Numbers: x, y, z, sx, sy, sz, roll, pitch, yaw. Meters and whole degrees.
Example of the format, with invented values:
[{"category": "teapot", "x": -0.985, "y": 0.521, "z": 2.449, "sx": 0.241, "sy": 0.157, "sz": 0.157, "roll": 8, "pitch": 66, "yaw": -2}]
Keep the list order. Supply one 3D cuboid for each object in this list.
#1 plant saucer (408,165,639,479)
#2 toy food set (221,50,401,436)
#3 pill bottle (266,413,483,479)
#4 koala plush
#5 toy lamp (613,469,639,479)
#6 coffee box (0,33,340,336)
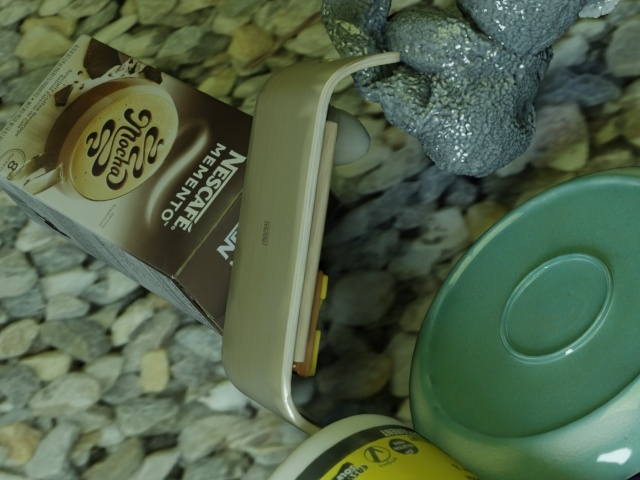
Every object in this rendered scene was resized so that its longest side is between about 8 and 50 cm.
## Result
[{"category": "plant saucer", "x": 0.192, "y": 0.061, "z": 1.485, "sx": 0.318, "sy": 0.044, "sz": 0.317, "roll": -28, "pitch": 38, "yaw": 25}, {"category": "toy food set", "x": 0.000, "y": 0.000, "z": 1.526, "sx": 0.220, "sy": 0.092, "sz": 0.306, "roll": -164, "pitch": 81, "yaw": -75}, {"category": "pill bottle", "x": 0.107, "y": 0.279, "z": 1.344, "sx": 0.188, "sy": 0.188, "sz": 0.334, "roll": -49, "pitch": 51, "yaw": -8}, {"category": "koala plush", "x": 0.150, "y": -0.188, "z": 1.595, "sx": 0.221, "sy": 0.196, "sz": 0.203, "roll": -47, "pitch": 50, "yaw": 32}, {"category": "toy lamp", "x": 0.312, "y": 0.175, "z": 1.376, "sx": 0.275, "sy": 0.080, "sz": 0.080, "roll": -21, "pitch": 52, "yaw": 15}, {"category": "coffee box", "x": -0.152, "y": -0.055, "z": 1.752, "sx": 0.297, "sy": 0.119, "sz": 0.168, "roll": 27, "pitch": 74, "yaw": 38}]
